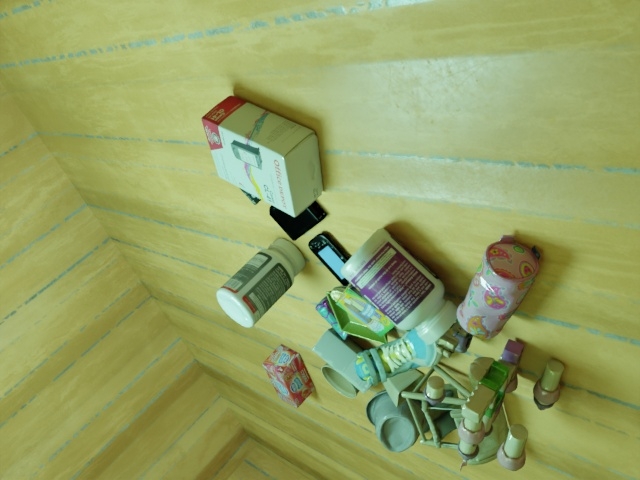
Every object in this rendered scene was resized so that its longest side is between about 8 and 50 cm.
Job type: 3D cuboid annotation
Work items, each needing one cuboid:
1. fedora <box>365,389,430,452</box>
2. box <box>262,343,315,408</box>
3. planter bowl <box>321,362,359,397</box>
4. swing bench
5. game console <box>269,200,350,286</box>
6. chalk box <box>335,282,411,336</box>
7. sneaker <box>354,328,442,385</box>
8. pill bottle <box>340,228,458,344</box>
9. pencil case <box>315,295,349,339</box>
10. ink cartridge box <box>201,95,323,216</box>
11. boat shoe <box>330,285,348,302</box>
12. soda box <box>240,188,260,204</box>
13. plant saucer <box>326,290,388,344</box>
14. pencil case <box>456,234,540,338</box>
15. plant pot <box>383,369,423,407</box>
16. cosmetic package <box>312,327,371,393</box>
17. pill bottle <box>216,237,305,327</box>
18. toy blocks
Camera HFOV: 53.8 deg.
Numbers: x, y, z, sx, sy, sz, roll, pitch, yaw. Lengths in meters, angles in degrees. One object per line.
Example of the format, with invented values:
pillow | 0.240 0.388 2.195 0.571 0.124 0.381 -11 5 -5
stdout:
fedora | 0.270 0.642 2.191 0.244 0.124 0.275 14 129 5
box | -0.137 0.597 2.765 0.123 0.128 0.257 20 142 40
planter bowl | 0.099 0.484 2.323 0.162 0.109 0.162 33 148 23
swing bench | 0.416 0.528 1.900 0.255 0.165 0.253 14 138 44
game console | 0.000 0.000 1.896 0.361 0.044 0.213 47 152 -4
chalk box | 0.176 0.174 1.780 0.213 0.132 0.132 38 151 2
sneaker | 0.218 0.347 1.863 0.319 0.208 0.127 119 133 -60
pill bottle | 0.212 0.124 1.641 0.301 0.169 0.169 43 152 6
pencil case | 0.051 0.262 2.145 0.151 0.064 0.070 47 168 -4
ink cartridge box | -0.156 -0.231 1.714 0.306 0.131 0.226 29 148 30
boat shoe | 0.103 0.190 1.885 0.190 0.072 0.068 18 119 30
soda box | -0.231 -0.193 1.934 0.169 0.060 0.053 47 151 -2
plant saucer | 0.126 0.235 2.015 0.188 0.045 0.188 11 137 37
pencil case | 0.399 0.112 1.439 0.124 0.124 0.284 34 149 20
plant pot | 0.264 0.467 2.095 0.096 0.109 0.109 43 154 31
cosmetic package | 0.099 0.409 2.187 0.238 0.107 0.127 41 -171 10
pill bottle | -0.188 0.133 2.065 0.161 0.283 0.161 33 149 22
toy blocks | 0.417 0.412 1.615 0.309 0.288 0.260 25 140 28
